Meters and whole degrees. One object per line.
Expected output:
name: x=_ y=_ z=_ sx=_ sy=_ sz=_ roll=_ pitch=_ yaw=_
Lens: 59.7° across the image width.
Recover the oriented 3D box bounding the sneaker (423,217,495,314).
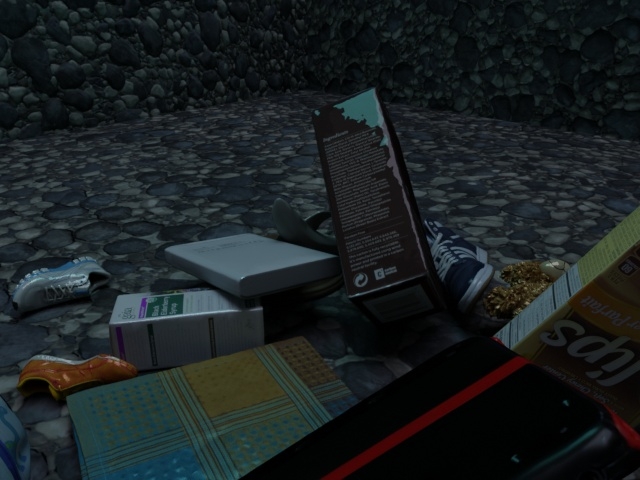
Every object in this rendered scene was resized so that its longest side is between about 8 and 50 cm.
sneaker: x=0.238 y=0.041 z=1.058 sx=0.153 sy=0.099 sz=0.282 roll=32 pitch=17 yaw=6

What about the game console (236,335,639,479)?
game console: x=0.026 y=0.215 z=0.461 sx=0.386 sy=0.060 sz=0.342 roll=-34 pitch=-2 yaw=3

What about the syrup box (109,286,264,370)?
syrup box: x=-0.215 y=0.141 z=0.918 sx=0.236 sy=0.096 sz=0.093 roll=-3 pitch=23 yaw=-10

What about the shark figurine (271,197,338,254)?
shark figurine: x=0.015 y=0.015 z=1.142 sx=0.278 sy=0.166 sz=0.116 roll=10 pitch=46 yaw=-22

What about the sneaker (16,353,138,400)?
sneaker: x=-0.358 y=0.209 z=0.829 sx=0.175 sy=0.064 sz=0.067 roll=-4 pitch=43 yaw=3

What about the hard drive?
hard drive: x=-0.134 y=0.037 z=1.030 sx=0.203 sy=0.040 sz=0.307 roll=-11 pitch=15 yaw=-35

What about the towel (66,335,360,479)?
towel: x=-0.131 y=0.249 z=0.755 sx=0.370 sy=0.040 sz=0.271 roll=-10 pitch=27 yaw=-26

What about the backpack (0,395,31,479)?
backpack: x=-0.455 y=0.246 z=0.493 sx=0.355 sy=0.290 sz=0.273 roll=-1 pitch=17 yaw=-25

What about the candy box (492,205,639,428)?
candy box: x=0.387 y=0.102 z=0.691 sx=0.183 sy=0.316 sz=0.087 roll=38 pitch=29 yaw=1

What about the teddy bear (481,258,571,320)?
teddy bear: x=0.393 y=0.127 z=0.940 sx=0.245 sy=0.113 sz=0.338 roll=17 pitch=30 yaw=28

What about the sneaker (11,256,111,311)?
sneaker: x=-0.489 y=0.088 z=1.070 sx=0.082 sy=0.071 sz=0.190 roll=21 pitch=31 yaw=27

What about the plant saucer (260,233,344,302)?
plant saucer: x=-0.076 y=0.048 z=1.193 sx=0.277 sy=0.041 sz=0.278 roll=0 pitch=23 yaw=0

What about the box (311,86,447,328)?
box: x=0.102 y=-0.057 z=0.996 sx=0.143 sy=0.191 sz=0.382 roll=-19 pitch=61 yaw=13
